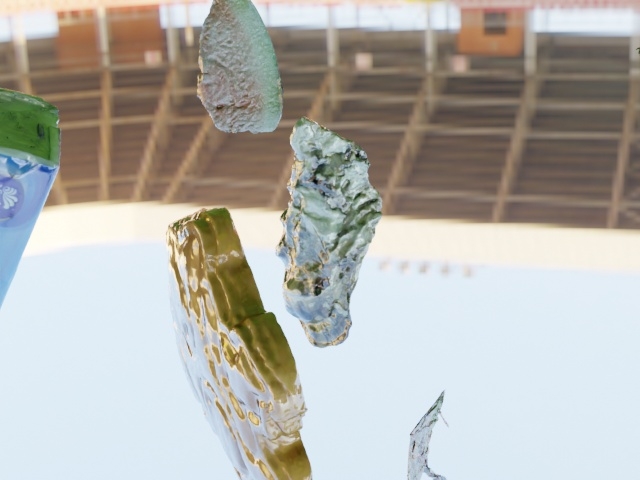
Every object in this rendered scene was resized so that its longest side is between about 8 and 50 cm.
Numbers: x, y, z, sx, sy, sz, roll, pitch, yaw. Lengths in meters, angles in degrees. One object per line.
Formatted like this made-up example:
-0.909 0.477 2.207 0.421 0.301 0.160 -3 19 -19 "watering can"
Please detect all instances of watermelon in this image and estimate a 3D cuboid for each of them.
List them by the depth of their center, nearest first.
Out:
-0.097 -0.218 1.846 0.094 0.180 0.081 -2 -170 -16 "watermelon"

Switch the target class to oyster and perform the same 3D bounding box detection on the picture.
0.003 -0.001 1.664 0.087 0.199 0.252 -13 163 -25 "oyster"

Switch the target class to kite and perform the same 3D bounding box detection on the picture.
0.127 0.271 1.830 0.006 0.244 0.198 9 -112 18 "kite"

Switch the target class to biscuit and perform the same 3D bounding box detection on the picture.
-0.073 0.107 1.281 0.051 0.269 0.376 -18 -178 -13 "biscuit"

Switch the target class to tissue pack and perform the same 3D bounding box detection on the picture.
-0.386 -0.025 1.517 0.198 0.263 0.146 16 -151 -21 "tissue pack"

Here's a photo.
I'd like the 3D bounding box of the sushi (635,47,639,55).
0.422 -0.262 1.447 0.279 0.043 0.192 -48 -142 3 "sushi"
